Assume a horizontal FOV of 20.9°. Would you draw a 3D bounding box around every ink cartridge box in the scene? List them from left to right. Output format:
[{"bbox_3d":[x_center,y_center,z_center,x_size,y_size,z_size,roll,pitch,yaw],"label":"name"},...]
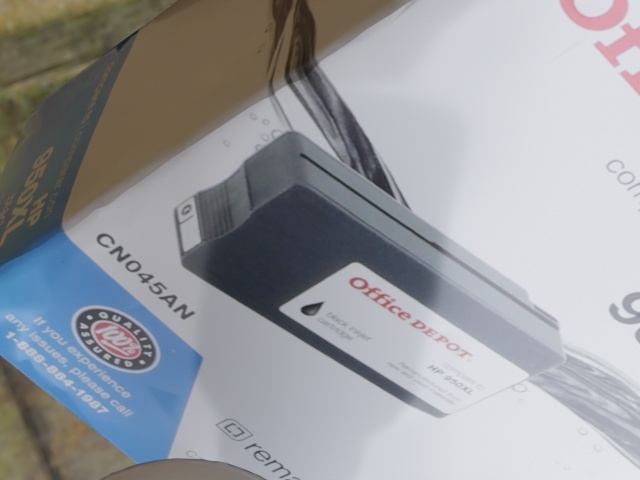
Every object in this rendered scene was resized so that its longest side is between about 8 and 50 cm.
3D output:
[{"bbox_3d":[0.068,-0.014,0.808,0.395,0.285,0.166,-30,-151,35],"label":"ink cartridge box"}]

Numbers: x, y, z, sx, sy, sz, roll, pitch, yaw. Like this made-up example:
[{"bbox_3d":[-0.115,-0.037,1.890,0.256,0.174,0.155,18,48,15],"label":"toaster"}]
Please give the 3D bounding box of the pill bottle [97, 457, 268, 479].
[{"bbox_3d":[-0.055,0.197,0.744,0.130,0.130,0.246,-22,153,-13],"label":"pill bottle"}]
